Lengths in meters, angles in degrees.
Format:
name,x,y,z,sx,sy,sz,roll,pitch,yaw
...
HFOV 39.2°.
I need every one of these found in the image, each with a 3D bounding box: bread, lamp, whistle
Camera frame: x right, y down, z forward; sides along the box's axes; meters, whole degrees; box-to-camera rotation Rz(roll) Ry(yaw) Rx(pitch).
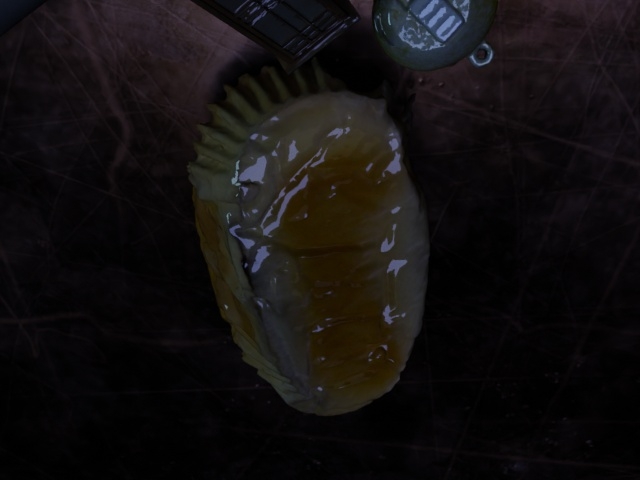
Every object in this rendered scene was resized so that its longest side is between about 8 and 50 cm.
name,x,y,z,sx,sy,sz,roll,pitch,yaw
bread,-0.013,0.001,0.949,0.236,0.183,0.388,-7,120,-11
lamp,-0.078,-0.226,0.700,0.089,0.325,0.090,-36,72,17
whistle,0.075,-0.240,0.814,0.223,0.123,0.123,44,119,-2

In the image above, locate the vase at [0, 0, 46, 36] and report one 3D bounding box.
name,x,y,z,sx,sy,sz,roll,pitch,yaw
vase,-0.272,-0.288,0.724,0.291,0.245,0.245,-32,118,14
